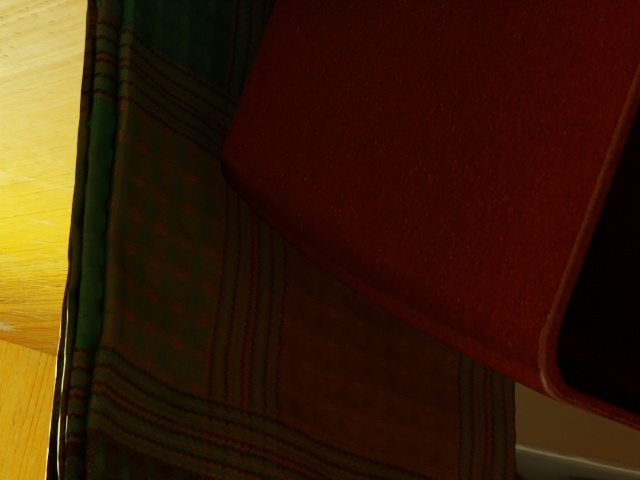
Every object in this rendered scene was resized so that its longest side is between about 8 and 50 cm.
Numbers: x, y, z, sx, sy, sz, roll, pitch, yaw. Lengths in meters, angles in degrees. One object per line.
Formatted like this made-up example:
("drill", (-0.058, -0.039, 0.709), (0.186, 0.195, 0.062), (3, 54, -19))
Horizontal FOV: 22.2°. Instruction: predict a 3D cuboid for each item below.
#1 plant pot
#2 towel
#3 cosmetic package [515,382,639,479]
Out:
("plant pot", (0.119, -0.064, 0.656), (0.267, 0.267, 0.236), (24, 174, -43))
("towel", (0.000, 0.000, 0.754), (0.271, 0.370, 0.040), (22, 147, -37))
("cosmetic package", (0.201, 0.050, 1.066), (0.453, 0.230, 0.161), (11, 167, -2))
